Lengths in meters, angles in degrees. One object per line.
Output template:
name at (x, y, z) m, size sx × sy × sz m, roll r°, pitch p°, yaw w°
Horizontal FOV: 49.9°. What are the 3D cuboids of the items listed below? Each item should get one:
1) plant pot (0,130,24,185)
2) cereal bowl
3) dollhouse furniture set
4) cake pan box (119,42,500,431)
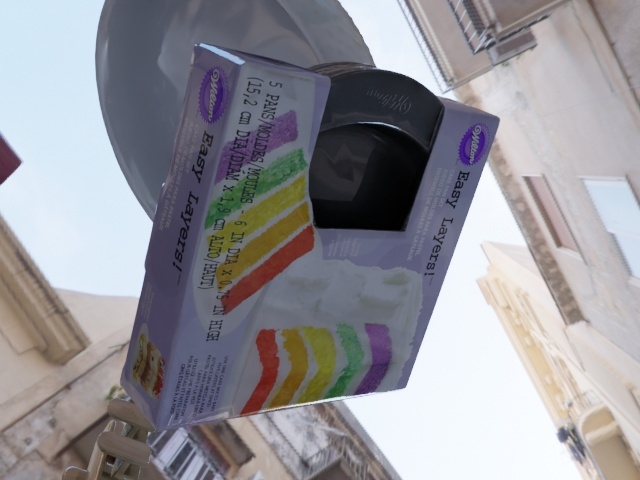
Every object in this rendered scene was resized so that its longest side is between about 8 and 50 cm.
plant pot at (-0.514, -0.123, 0.919) m, size 0.201 × 0.201 × 0.180 m, roll -40°, pitch -68°, yaw 8°
cereal bowl at (-0.066, -0.127, 0.694) m, size 0.339 × 0.141 × 0.338 m, roll 22°, pitch -54°, yaw 33°
dollhouse furniture set at (-0.406, 0.406, 1.148) m, size 0.161 × 0.242 × 0.212 m, roll 27°, pitch -63°, yaw -18°
cake pan box at (0.000, 0.000, 0.514) m, size 0.070 × 0.246 × 0.266 m, roll 34°, pitch -66°, yaw 44°
